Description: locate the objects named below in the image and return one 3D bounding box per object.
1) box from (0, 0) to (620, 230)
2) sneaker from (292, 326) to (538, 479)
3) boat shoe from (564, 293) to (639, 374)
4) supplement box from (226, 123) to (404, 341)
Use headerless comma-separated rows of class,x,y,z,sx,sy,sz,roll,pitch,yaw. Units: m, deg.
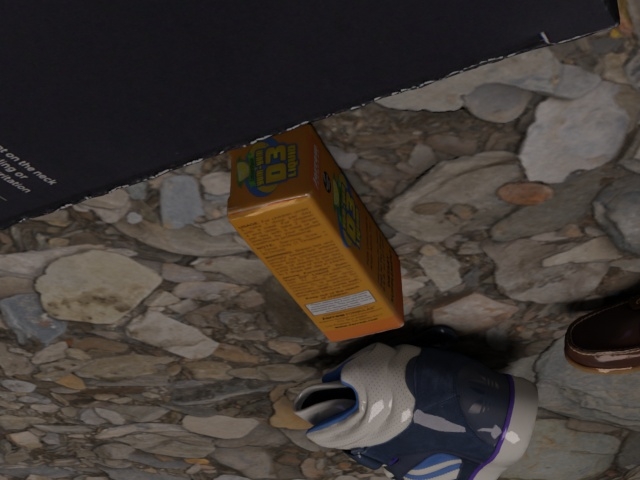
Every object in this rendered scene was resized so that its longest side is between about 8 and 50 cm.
box,-0.079,-0.209,0.484,0.312,0.343,0.179,-17,144,22
sneaker,0.080,0.206,1.361,0.236,0.130,0.323,14,150,-6
boat shoe,0.337,0.075,1.197,0.207,0.073,0.073,-13,145,6
supplement box,0.000,0.000,1.060,0.080,0.078,0.233,-14,146,19
